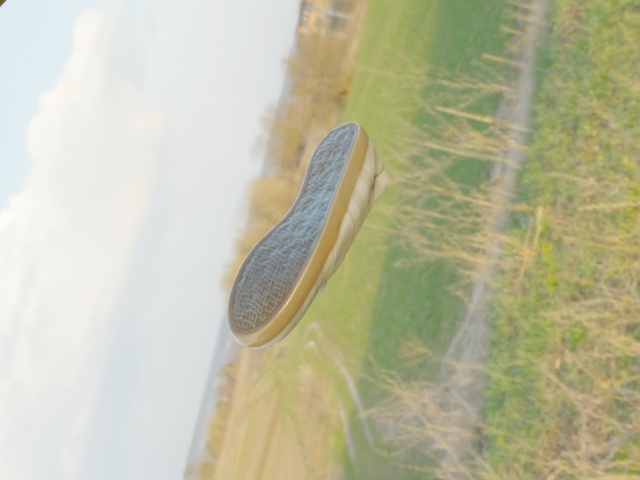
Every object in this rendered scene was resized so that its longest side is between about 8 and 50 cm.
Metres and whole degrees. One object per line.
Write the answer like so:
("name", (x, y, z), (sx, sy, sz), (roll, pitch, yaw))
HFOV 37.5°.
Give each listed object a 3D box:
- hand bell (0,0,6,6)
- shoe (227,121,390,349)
("hand bell", (-0.268, -0.124, 0.630), (0.242, 0.126, 0.126), (-57, 1, -11))
("shoe", (0.000, 0.000, 0.715), (0.076, 0.058, 0.219), (-10, 41, 41))
